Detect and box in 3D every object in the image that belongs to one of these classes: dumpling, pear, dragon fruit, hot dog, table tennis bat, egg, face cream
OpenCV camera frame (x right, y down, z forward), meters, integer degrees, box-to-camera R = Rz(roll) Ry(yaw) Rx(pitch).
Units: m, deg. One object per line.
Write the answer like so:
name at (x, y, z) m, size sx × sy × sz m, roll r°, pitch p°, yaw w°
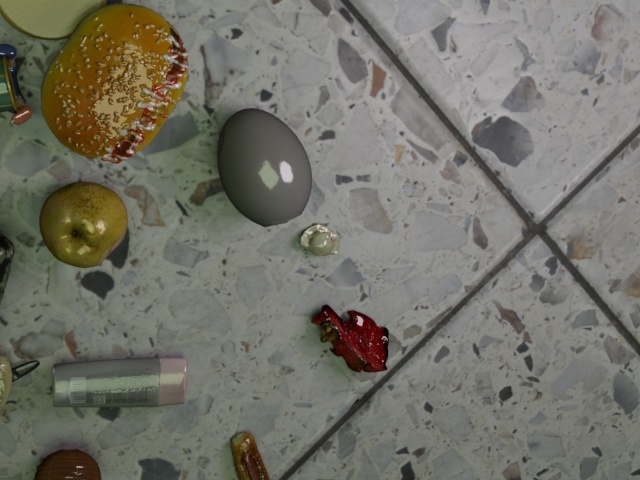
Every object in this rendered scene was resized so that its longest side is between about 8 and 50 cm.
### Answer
dumpling at (-0.001, 0.001, 1.941) m, size 0.076 × 0.057 × 0.052 m, roll 1°, pitch 145°, yaw 9°
pear at (-0.447, -0.028, 1.749) m, size 0.178 × 0.178 × 0.178 m, roll -4°, pitch 106°, yaw -13°
dragon fruit at (0.072, 0.206, 1.985) m, size 0.122 × 0.092 × 0.192 m, roll -45°, pitch 111°, yaw 1°
hot dog at (-0.148, 0.523, 2.043) m, size 0.066 × 0.047 × 0.215 m, roll -18°, pitch 109°, yaw -6°
table tennis bat at (-0.444, -0.496, 1.681) m, size 0.321 × 0.050 × 0.198 m, roll -34°, pitch 115°, yaw 0°
egg at (-0.112, -0.144, 1.795) m, size 0.176 × 0.176 × 0.232 m, roll -26°, pitch 107°, yaw -6°
face cream at (-0.410, 0.295, 1.898) m, size 0.269 × 0.073 × 0.107 m, roll 0°, pitch 110°, yaw -14°

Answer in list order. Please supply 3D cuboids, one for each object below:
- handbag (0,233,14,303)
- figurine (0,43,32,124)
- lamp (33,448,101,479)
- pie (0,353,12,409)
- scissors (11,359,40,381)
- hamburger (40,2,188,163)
handbag at (-0.777, 0.123, 1.612) m, size 0.416 × 0.180 × 0.316 m, roll 3°, pitch 107°, yaw -40°
figurine at (-0.661, -0.258, 1.633) m, size 0.276 × 0.158 × 0.161 m, roll -16°, pitch 99°, yaw -10°
lamp at (-0.518, 0.492, 1.894) m, size 0.136 × 0.136 × 0.136 m, roll -4°, pitch 106°, yaw -13°
pie at (-0.721, 0.280, 1.813) m, size 0.218 × 0.052 × 0.185 m, roll 20°, pitch 92°, yaw -14°
scissors at (-0.669, 0.296, 1.863) m, size 0.220 × 0.017 × 0.088 m, roll -27°, pitch 106°, yaw -6°
hamburger at (-0.376, -0.292, 1.702) m, size 0.227 × 0.151 × 0.295 m, roll 32°, pitch 98°, yaw -20°
